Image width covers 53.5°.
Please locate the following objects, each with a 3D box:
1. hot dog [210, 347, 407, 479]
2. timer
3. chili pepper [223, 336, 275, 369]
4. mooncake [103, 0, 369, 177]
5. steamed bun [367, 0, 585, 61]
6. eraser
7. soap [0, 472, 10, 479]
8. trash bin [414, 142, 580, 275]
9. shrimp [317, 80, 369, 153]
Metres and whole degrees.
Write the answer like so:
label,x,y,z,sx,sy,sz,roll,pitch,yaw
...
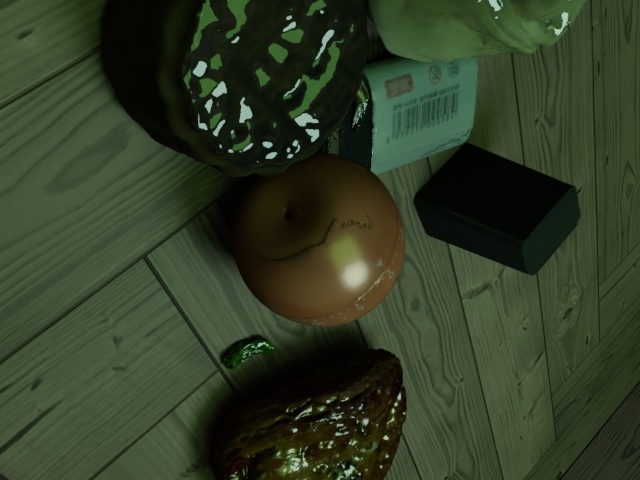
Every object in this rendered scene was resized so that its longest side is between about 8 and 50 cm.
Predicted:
label,x,y,z,sx,sy,sz,roll,pitch,yaw
hot dog,0.010,0.328,1.074,0.387,0.174,0.267,-17,119,-35
timer,0.000,0.000,0.858,0.230,0.229,0.215,-56,149,-4
chili pepper,-0.114,0.174,0.992,0.091,0.034,0.030,-18,156,-36
mooncake,-0.081,-0.213,0.724,0.290,0.161,0.290,-21,126,-32
steamed bun,0.226,-0.398,0.792,0.352,0.247,0.339,-10,112,-3
eraser,0.138,-0.201,0.985,0.227,0.081,0.174,-24,129,-33
soap,-0.423,0.362,0.785,0.149,0.056,0.100,-41,135,-18
trash bin,0.307,-0.056,1.108,0.165,0.225,0.115,-45,133,-15
shrimp,0.021,-0.175,0.898,0.034,0.091,0.161,-65,161,-52
